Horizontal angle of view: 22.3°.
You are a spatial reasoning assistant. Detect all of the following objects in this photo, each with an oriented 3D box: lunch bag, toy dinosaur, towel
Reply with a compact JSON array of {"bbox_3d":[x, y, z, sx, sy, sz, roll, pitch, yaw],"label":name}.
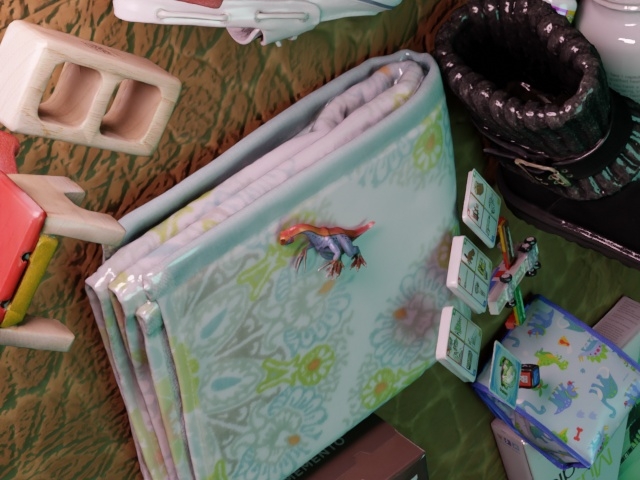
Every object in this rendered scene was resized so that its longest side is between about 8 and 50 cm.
[{"bbox_3d":[0.249,0.151,1.721,0.151,0.096,0.129,39,73,-8],"label":"lunch bag"},{"bbox_3d":[0.000,0.000,1.325,0.082,0.047,0.090,51,42,-41],"label":"toy dinosaur"},{"bbox_3d":[-0.022,0.046,1.418,0.374,0.090,0.320,-34,137,-27],"label":"towel"}]

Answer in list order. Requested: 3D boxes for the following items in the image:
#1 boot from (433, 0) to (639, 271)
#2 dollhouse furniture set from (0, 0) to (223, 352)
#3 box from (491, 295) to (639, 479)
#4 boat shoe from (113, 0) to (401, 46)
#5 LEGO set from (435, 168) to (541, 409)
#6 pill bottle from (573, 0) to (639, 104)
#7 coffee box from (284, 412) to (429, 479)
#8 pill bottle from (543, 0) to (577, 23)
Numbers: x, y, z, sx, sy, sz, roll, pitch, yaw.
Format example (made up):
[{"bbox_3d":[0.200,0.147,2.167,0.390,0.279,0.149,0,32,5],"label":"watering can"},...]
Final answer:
[{"bbox_3d":[0.277,-0.082,1.437,0.131,0.348,0.260,-63,151,-22],"label":"boot"},{"bbox_3d":[-0.198,-0.139,1.050,0.152,0.201,0.374,10,112,-48],"label":"dollhouse furniture set"},{"bbox_3d":[0.326,0.251,1.908,0.232,0.058,0.322,-41,137,-20],"label":"box"},{"bbox_3d":[-0.048,-0.193,1.252,0.258,0.095,0.084,4,115,-35],"label":"boat shoe"},{"bbox_3d":[0.157,0.060,1.545,0.244,0.060,0.182,38,58,-56],"label":"LEGO set"},{"bbox_3d":[0.313,-0.189,1.572,0.131,0.131,0.229,-36,134,-25],"label":"pill bottle"},{"bbox_3d":[0.022,0.325,1.600,0.168,0.119,0.297,-32,133,-26],"label":"coffee box"},{"bbox_3d":[0.215,-0.209,1.529,0.043,0.043,0.083,0,113,-45],"label":"pill bottle"}]
